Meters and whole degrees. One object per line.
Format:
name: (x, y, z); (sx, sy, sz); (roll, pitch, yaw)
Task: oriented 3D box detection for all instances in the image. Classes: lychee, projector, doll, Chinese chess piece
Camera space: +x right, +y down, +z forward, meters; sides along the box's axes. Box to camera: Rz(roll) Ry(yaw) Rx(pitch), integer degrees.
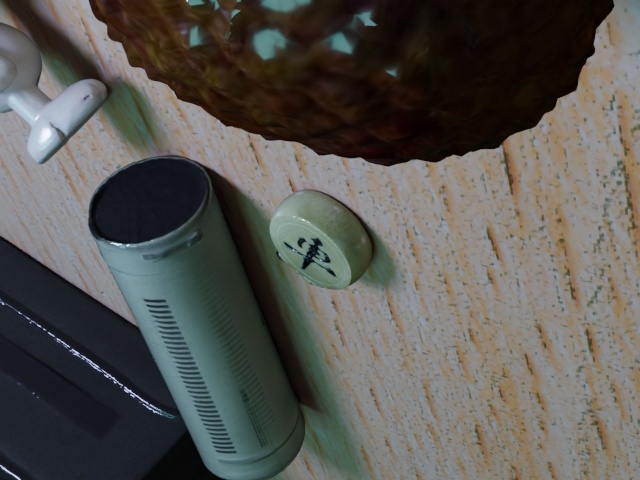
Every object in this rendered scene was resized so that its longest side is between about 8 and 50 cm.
lychee: (0.014, -0.160, 0.670); (0.260, 0.260, 0.260); (31, 152, 19)
projector: (-0.100, 0.078, 1.345); (0.108, 0.108, 0.337); (22, 148, 33)
doll: (-0.288, -0.185, 1.191); (0.271, 0.144, 0.208); (40, 174, 9)
Chinese chess piece: (0.000, 0.000, 1.176); (0.084, 0.034, 0.084); (30, 151, 19)

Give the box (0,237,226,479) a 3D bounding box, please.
box: (-0.281, 0.202, 1.663); (0.345, 0.204, 0.251); (31, 152, 19)
